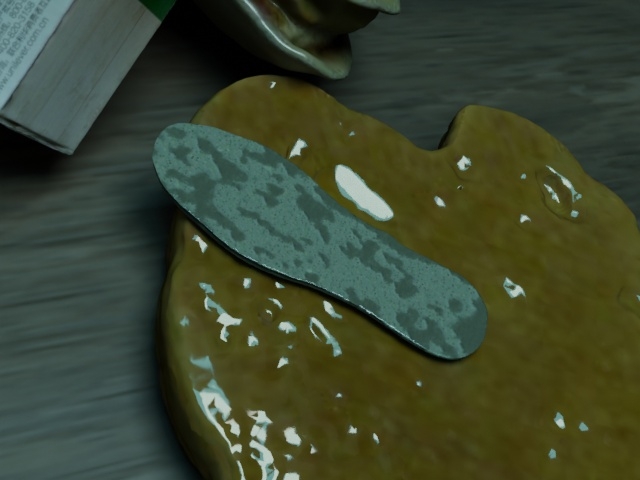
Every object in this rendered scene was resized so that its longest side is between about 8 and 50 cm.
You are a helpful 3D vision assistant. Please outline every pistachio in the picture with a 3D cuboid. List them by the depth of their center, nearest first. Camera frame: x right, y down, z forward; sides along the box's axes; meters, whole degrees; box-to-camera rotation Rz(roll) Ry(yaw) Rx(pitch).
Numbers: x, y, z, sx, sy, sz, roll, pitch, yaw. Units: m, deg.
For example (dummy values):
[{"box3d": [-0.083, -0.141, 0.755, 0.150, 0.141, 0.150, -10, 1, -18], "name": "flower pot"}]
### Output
[{"box3d": [-0.033, -0.190, 0.588, 0.152, 0.126, 0.223, 18, 35, -47], "name": "pistachio"}]

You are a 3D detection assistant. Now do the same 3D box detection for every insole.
[{"box3d": [0.000, 0.000, 0.504, 0.193, 0.006, 0.065, 31, 55, -3], "name": "insole"}]

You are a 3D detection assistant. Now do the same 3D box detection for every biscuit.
[{"box3d": [0.066, 0.060, 0.532, 0.312, 0.057, 0.351, -13, 67, -28], "name": "biscuit"}]

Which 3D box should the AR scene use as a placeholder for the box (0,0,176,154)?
[{"box3d": [-0.134, -0.162, 0.493, 0.135, 0.081, 0.199, 35, 89, 17], "name": "box"}]
